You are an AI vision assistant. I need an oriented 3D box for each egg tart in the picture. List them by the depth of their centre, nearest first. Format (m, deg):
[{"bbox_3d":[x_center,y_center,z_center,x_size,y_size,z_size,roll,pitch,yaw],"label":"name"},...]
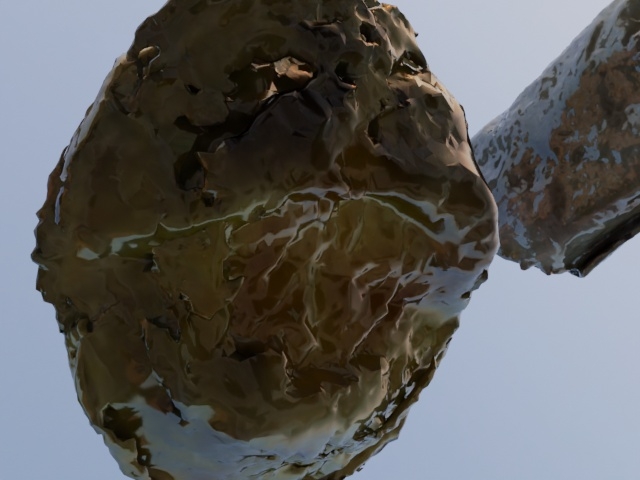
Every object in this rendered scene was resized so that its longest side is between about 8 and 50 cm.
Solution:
[{"bbox_3d":[0.000,0.000,0.831,0.297,0.132,0.297,-15,-70,-46],"label":"egg tart"}]

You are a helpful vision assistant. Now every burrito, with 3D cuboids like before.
[{"bbox_3d":[0.194,-0.064,1.314,0.107,0.348,0.175,25,-138,-35],"label":"burrito"}]
